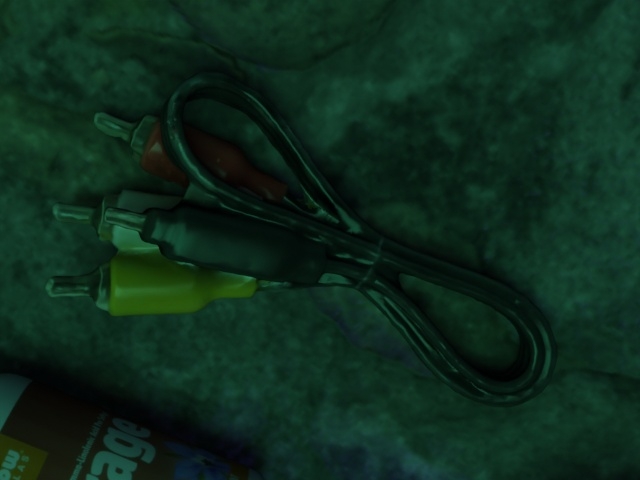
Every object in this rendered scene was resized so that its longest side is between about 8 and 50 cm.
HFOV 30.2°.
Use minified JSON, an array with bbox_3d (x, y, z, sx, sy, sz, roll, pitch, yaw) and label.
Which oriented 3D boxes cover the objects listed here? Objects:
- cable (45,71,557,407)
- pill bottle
[{"bbox_3d":[0.000,0.000,0.658,0.287,0.072,0.139,16,89,-15],"label":"cable"},{"bbox_3d":[-0.148,0.147,0.655,0.216,0.121,0.121,23,105,-5],"label":"pill bottle"}]
